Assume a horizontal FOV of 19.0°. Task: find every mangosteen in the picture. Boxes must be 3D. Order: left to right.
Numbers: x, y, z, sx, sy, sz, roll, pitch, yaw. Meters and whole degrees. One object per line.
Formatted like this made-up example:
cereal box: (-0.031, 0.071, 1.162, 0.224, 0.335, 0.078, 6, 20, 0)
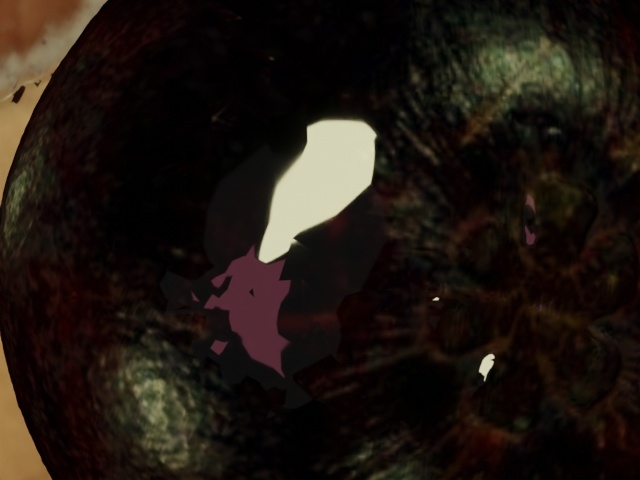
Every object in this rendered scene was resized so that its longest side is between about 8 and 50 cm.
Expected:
mangosteen: (0.005, 0.009, 0.553, 0.216, 0.216, 0.216, 2, 97, 17)
